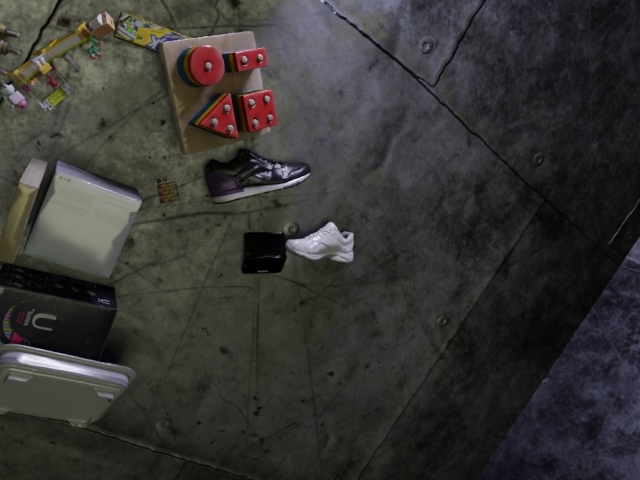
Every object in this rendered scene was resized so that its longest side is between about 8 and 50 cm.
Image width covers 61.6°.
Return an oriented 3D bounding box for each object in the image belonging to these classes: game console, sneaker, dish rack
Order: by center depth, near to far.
[{"bbox_3d":[-0.663,0.377,1.333,0.333,0.072,0.285,23,131,-30],"label":"dish rack"},{"bbox_3d":[-0.162,-0.189,1.427,0.284,0.107,0.124,-16,107,-18],"label":"sneaker"},{"bbox_3d":[-0.165,0.038,1.552,0.122,0.071,0.107,0,138,-23],"label":"game console"},{"bbox_3d":[0.000,0.000,1.577,0.232,0.090,0.115,5,98,-36],"label":"sneaker"}]

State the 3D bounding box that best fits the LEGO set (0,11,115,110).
[{"bbox_3d":[-0.559,-0.378,1.181,0.287,0.132,0.107,-42,127,-13],"label":"LEGO set"}]

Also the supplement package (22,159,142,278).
[{"bbox_3d":[-0.560,-0.051,1.270,0.194,0.149,0.203,22,98,-28],"label":"supplement package"}]

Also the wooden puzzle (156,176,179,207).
[{"bbox_3d":[-0.396,-0.125,1.398,0.050,0.006,0.083,-12,112,-19],"label":"wooden puzzle"}]

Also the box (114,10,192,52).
[{"bbox_3d":[-0.388,-0.473,1.255,0.169,0.054,0.059,14,101,-26],"label":"box"}]

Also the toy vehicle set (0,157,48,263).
[{"bbox_3d":[-0.642,-0.074,1.160,0.035,0.267,0.165,19,100,-27],"label":"toy vehicle set"}]

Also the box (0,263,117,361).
[{"bbox_3d":[-0.658,0.183,1.312,0.271,0.143,0.165,17,100,-28],"label":"box"}]

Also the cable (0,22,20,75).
[{"bbox_3d":[-0.785,-0.436,1.111,0.287,0.072,0.139,26,113,-17],"label":"cable"}]

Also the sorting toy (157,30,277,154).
[{"bbox_3d":[-0.229,-0.359,1.295,0.256,0.089,0.256,-25,117,-37],"label":"sorting toy"}]
